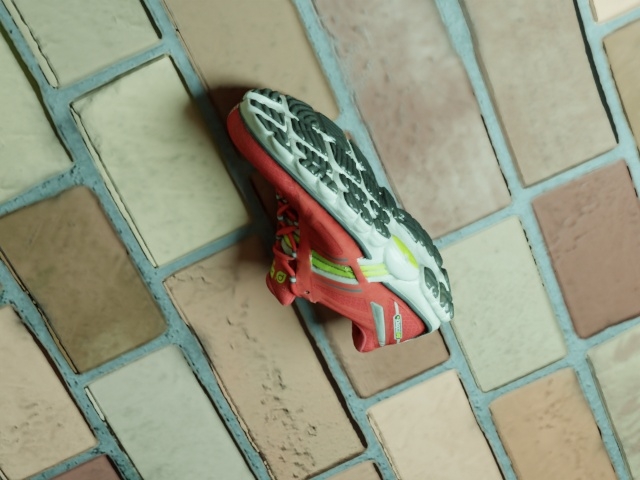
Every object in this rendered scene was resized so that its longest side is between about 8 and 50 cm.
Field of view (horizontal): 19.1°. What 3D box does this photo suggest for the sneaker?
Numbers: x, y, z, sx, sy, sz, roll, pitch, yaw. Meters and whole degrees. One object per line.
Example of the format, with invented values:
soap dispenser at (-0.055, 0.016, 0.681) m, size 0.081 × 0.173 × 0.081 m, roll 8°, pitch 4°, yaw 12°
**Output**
sneaker at (0.000, 0.000, 1.483) m, size 0.118 × 0.107 × 0.279 m, roll -29°, pitch 127°, yaw 15°
